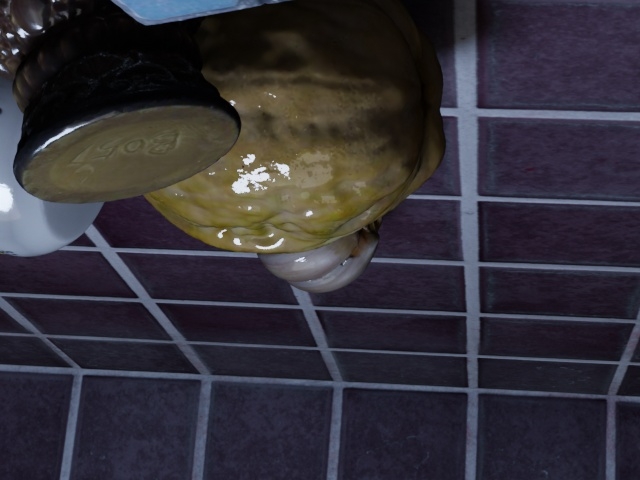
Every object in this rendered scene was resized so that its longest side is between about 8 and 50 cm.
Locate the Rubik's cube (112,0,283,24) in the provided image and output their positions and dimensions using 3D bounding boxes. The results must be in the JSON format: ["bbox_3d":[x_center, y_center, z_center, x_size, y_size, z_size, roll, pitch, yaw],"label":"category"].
[{"bbox_3d":[-0.043,-0.331,0.778,0.305,0.304,0.301,-4,159,30],"label":"Rubik's cube"}]

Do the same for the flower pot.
[{"bbox_3d":[-0.192,-0.188,1.189,0.266,0.267,0.266,-17,164,-5],"label":"flower pot"}]

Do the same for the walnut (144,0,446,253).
[{"bbox_3d":[-0.053,-0.133,1.413,0.343,0.306,0.306,6,163,19],"label":"walnut"}]

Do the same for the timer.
[{"bbox_3d":[-0.386,-0.124,1.575,0.285,0.285,0.285,4,162,1],"label":"timer"}]

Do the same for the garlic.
[{"bbox_3d":[0.000,0.000,1.989,0.191,0.160,0.214,1,159,27],"label":"garlic"}]
